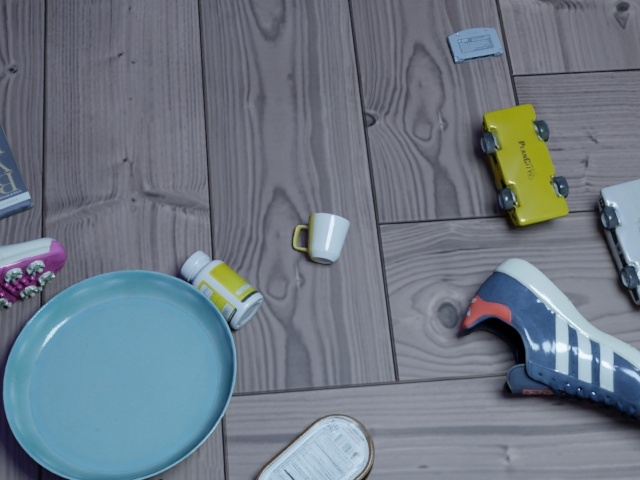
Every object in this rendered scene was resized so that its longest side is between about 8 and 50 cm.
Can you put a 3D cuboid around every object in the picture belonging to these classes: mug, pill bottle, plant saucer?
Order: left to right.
[{"bbox_3d":[-0.270,0.187,1.456,0.317,0.044,0.318,-2,58,3],"label":"plant saucer"},{"bbox_3d":[-0.144,0.068,1.526,0.116,0.065,0.065,40,70,13],"label":"pill bottle"},{"bbox_3d":[0.004,0.001,1.578,0.062,0.078,0.064,19,72,-30],"label":"mug"}]

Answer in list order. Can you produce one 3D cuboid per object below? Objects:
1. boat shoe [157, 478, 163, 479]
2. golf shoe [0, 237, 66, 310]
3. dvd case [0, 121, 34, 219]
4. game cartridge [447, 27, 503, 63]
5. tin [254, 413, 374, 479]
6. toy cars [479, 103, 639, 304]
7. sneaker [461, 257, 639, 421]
[{"bbox_3d":[-0.151,0.375,1.353,0.340,0.127,0.158,-7,71,-6],"label":"boat shoe"},{"bbox_3d":[-0.515,0.043,1.494,0.306,0.115,0.140,-21,66,-13],"label":"golf shoe"},{"bbox_3d":[-0.548,-0.114,1.610,0.164,0.018,0.221,-22,69,-13],"label":"dvd case"},{"bbox_3d":[0.253,-0.322,1.751,0.083,0.017,0.056,-11,70,-8],"label":"game cartridge"},{"bbox_3d":[-0.009,0.314,1.441,0.189,0.040,0.106,-40,70,-18],"label":"tin"},{"bbox_3d":[0.389,-0.047,1.602,0.393,0.087,0.176,34,73,8],"label":"toy cars"},{"bbox_3d":[0.345,0.186,1.478,0.350,0.131,0.148,40,77,20],"label":"sneaker"}]
